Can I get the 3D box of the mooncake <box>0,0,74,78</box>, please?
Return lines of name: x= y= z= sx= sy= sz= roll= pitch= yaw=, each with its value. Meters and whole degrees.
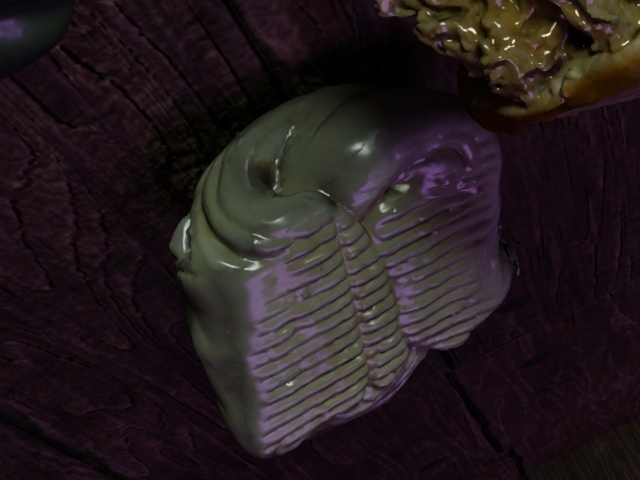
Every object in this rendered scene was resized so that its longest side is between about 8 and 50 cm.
mooncake: x=-0.163 y=-0.116 z=0.697 sx=0.168 sy=0.104 sz=0.175 roll=-32 pitch=158 yaw=35

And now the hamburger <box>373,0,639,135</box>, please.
hamburger: x=0.147 y=-0.140 z=0.930 sx=0.286 sy=0.146 sz=0.243 roll=-22 pitch=180 yaw=-14

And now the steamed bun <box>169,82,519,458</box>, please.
steamed bun: x=0.002 y=-0.001 z=1.165 sx=0.211 sy=0.144 sz=0.218 roll=-29 pitch=133 yaw=-15
